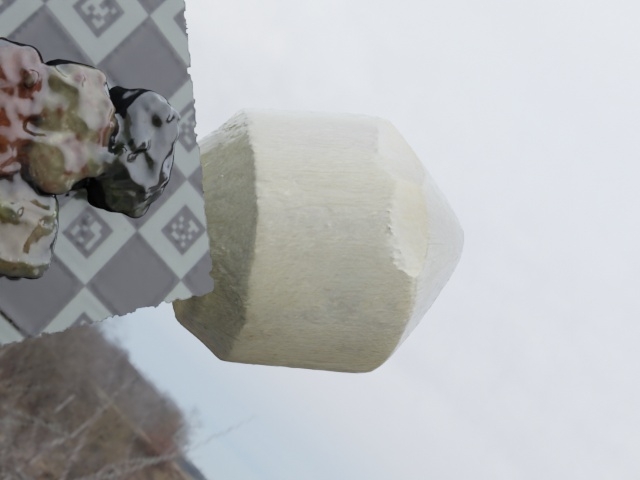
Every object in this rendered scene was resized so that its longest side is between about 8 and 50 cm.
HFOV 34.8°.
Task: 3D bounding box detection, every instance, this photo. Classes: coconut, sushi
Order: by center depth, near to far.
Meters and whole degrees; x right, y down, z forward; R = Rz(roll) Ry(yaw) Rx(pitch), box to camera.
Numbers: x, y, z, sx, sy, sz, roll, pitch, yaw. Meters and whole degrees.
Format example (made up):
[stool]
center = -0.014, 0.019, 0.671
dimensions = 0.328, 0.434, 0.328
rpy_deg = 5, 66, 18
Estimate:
[sushi]
center = -0.152, -0.052, 0.572
dimensions = 0.047, 0.220, 0.231
rpy_deg = 14, -67, 52
[coconut]
center = 0.000, 0.000, 0.924
dimensions = 0.266, 0.237, 0.237
rpy_deg = 7, -11, -12
